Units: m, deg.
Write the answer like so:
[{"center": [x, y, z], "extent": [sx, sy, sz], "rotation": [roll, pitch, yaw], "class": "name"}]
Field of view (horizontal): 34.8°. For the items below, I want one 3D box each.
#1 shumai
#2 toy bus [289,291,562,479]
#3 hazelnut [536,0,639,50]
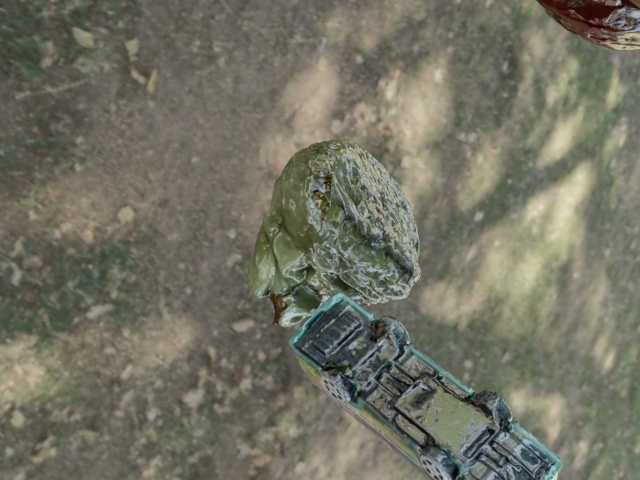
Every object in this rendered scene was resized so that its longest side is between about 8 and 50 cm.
[{"center": [0.002, -0.001, 1.360], "extent": [0.218, 0.189, 0.256], "rotation": [-35, 127, 20], "class": "shumai"}, {"center": [0.089, 0.155, 0.913], "extent": [0.091, 0.261, 0.109], "rotation": [-42, 148, -17], "class": "toy bus"}, {"center": [0.240, -0.235, 0.832], "extent": [0.170, 0.201, 0.161], "rotation": [20, 88, -28], "class": "hazelnut"}]
